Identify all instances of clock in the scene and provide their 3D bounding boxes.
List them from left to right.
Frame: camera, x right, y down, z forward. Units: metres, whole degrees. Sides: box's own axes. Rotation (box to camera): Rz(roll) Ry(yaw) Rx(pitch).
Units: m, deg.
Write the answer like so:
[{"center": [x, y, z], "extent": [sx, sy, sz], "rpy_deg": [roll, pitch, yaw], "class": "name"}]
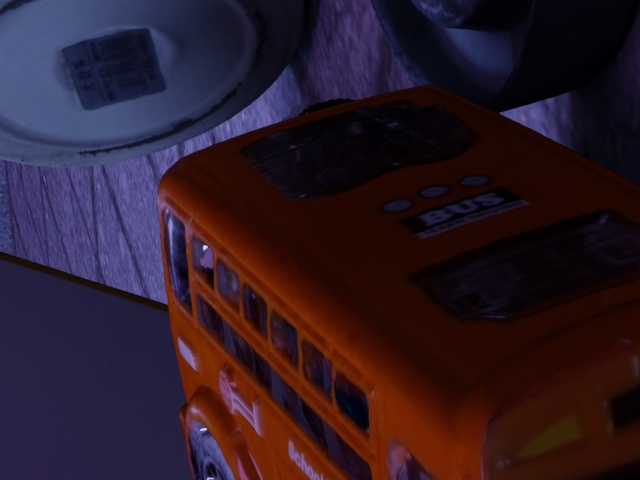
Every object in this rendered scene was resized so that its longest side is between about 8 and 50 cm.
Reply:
[{"center": [0.052, -0.151, 0.624], "extent": [0.215, 0.042, 0.215], "rpy_deg": [169, 90, -76], "class": "clock"}]

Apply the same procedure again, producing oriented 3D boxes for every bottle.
[{"center": [-0.146, -0.243, 0.996], "extent": [0.229, 0.229, 0.352], "rpy_deg": [106, 153, -61], "class": "bottle"}]

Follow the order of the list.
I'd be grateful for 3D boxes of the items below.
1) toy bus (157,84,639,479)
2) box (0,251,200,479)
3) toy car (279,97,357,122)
[{"center": [0.063, 0.062, 0.491], "extent": [0.329, 0.143, 0.153], "rpy_deg": [-139, 36, -62], "class": "toy bus"}, {"center": [-0.104, 0.186, 0.812], "extent": [0.259, 0.283, 0.214], "rpy_deg": [-58, -20, -45], "class": "box"}, {"center": [0.000, 0.000, 0.881], "extent": [0.171, 0.070, 0.080], "rpy_deg": [96, 158, -51], "class": "toy car"}]
